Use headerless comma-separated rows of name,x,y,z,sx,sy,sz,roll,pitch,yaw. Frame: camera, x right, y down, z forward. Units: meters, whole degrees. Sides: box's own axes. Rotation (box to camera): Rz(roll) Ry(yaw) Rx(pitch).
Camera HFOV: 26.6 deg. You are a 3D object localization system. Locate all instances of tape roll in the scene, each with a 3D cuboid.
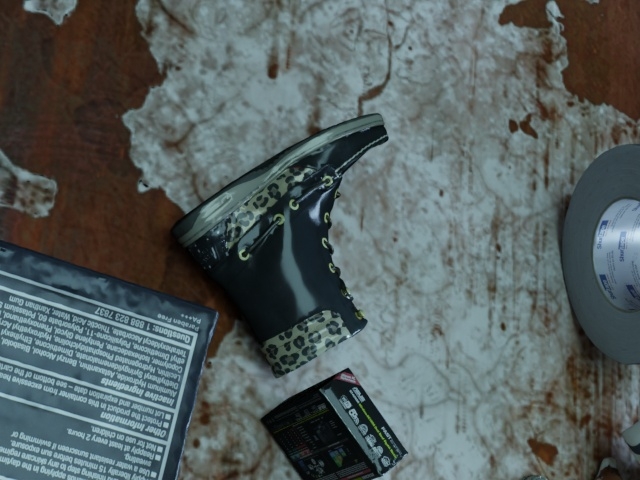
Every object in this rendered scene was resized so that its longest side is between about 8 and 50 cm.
tape roll,0.332,0.013,1.343,0.072,0.219,0.219,-2,74,-25

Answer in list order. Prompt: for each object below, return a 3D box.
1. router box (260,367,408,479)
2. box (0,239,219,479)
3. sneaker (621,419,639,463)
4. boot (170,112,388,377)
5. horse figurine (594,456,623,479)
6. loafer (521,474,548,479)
router box,0.011,0.172,1.194,0.038,0.122,0.092,-34,90,-34
box,-0.269,0.165,1.028,0.296,0.183,0.294,20,65,-17
sneaker,0.425,0.209,1.333,0.235,0.094,0.153,-16,69,-34
boot,-0.001,0.001,1.268,0.236,0.085,0.178,-32,91,-24
horse figurine,0.406,0.274,1.383,0.263,0.066,0.174,41,54,-5
loafer,0.197,0.280,1.295,0.045,0.039,0.125,33,63,-12
